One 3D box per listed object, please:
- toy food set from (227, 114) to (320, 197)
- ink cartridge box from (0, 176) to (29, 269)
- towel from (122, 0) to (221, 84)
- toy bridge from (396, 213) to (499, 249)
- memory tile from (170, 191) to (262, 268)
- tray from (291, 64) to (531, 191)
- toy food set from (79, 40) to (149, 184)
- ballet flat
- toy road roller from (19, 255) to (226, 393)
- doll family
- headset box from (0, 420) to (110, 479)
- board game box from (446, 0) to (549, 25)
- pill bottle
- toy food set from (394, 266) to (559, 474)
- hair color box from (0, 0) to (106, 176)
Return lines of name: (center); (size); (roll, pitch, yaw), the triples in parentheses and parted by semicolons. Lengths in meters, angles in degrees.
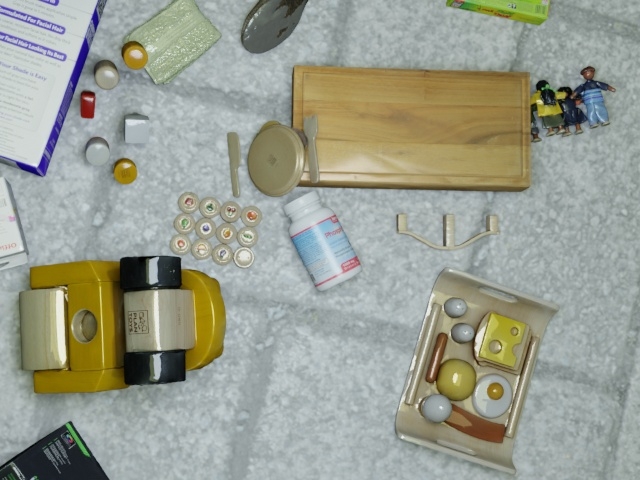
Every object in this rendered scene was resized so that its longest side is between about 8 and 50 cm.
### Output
toy food set: (-0.070, -0.139, 1.770); (0.038, 0.192, 0.132); (0, 85, -54)
ink cartridge box: (-0.534, -0.019, 1.695); (0.092, 0.090, 0.143); (-15, 88, -10)
towel: (-0.254, -0.347, 1.807); (0.148, 0.027, 0.110); (-39, 92, -11)
toy bridge: (0.227, -0.015, 1.852); (0.188, 0.026, 0.063); (1, 87, -9)
memory tile: (-0.178, -0.017, 1.793); (0.148, 0.012, 0.113); (12, 83, -8)
tray: (0.156, -0.193, 1.817); (0.411, 0.076, 0.202); (1, 84, -5)
toy food set: (-0.347, -0.218, 1.756); (0.111, 0.104, 0.232); (-1, 109, -13)
ballet flat: (-0.059, -0.433, 1.838); (0.084, 0.058, 0.250); (39, 84, -39)
toy road roller: (-0.300, 0.136, 1.690); (0.330, 0.241, 0.202); (-6, 84, 28)
doll family: (0.437, -0.248, 1.891); (0.193, 0.076, 0.111); (-10, 82, -15)
headset box: (-0.399, 0.432, 1.583); (0.131, 0.283, 0.246); (-34, 89, 5)
board game box: (0.326, -0.458, 1.905); (0.181, 0.043, 0.092); (10, 82, -9)
pill bottle: (0.000, 0.000, 1.782); (0.087, 0.087, 0.160); (-27, 90, -11)
toy food set: (0.273, 0.223, 1.802); (0.220, 0.092, 0.306); (18, 82, -7)
hair color box: (-0.492, -0.295, 1.723); (0.185, 0.110, 0.338); (19, 83, -6)
